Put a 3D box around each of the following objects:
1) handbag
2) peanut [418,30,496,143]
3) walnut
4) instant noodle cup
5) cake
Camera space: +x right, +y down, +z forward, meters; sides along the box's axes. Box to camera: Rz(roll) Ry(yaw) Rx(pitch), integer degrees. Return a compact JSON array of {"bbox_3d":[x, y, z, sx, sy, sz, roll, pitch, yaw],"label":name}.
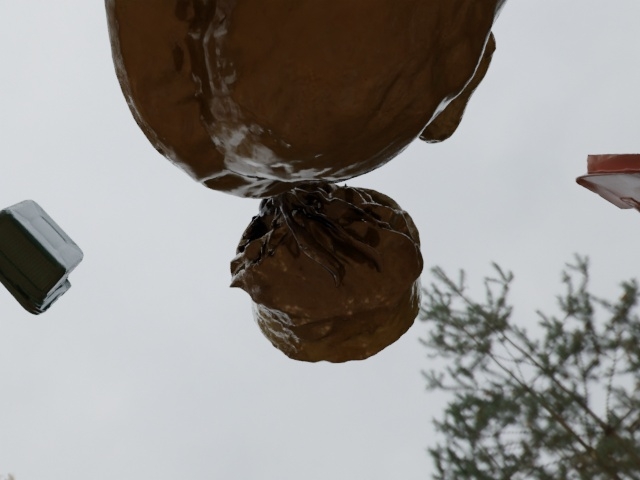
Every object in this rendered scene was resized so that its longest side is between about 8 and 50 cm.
[{"bbox_3d":[0.584,-0.098,1.336,0.157,0.212,0.059,30,-97,-22],"label":"handbag"},{"bbox_3d":[0.203,-0.246,1.164,0.099,0.099,0.214,2,-40,-27],"label":"peanut"},{"bbox_3d":[-0.008,-0.235,0.662,0.383,0.383,0.383,-12,-59,-20],"label":"walnut"},{"bbox_3d":[-0.397,0.011,1.014,0.070,0.179,0.157,-39,-79,2],"label":"instant noodle cup"},{"bbox_3d":[0.008,-0.004,1.223,0.332,0.332,0.321,-23,-44,-13],"label":"cake"}]
